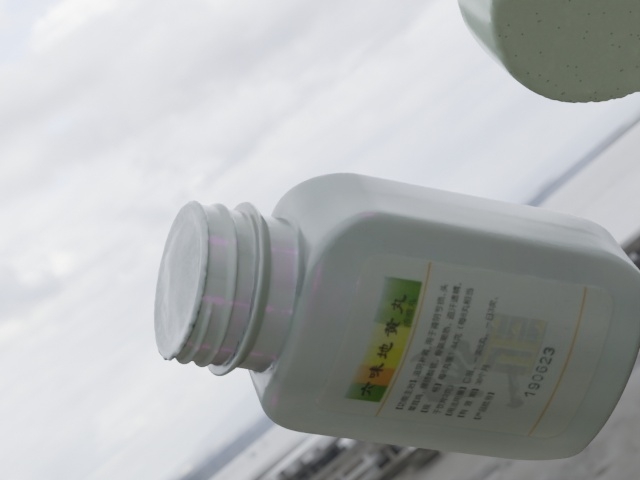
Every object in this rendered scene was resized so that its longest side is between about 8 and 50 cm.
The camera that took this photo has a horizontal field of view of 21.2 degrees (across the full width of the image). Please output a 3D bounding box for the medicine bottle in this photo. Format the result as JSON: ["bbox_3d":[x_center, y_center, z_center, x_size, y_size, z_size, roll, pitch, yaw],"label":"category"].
[{"bbox_3d":[0.053,0.052,1.188,0.124,0.324,0.179,-116,40,-55],"label":"medicine bottle"}]

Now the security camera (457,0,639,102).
[{"bbox_3d":[0.144,-0.222,1.079,0.194,0.236,0.194,-12,-49,-14],"label":"security camera"}]
